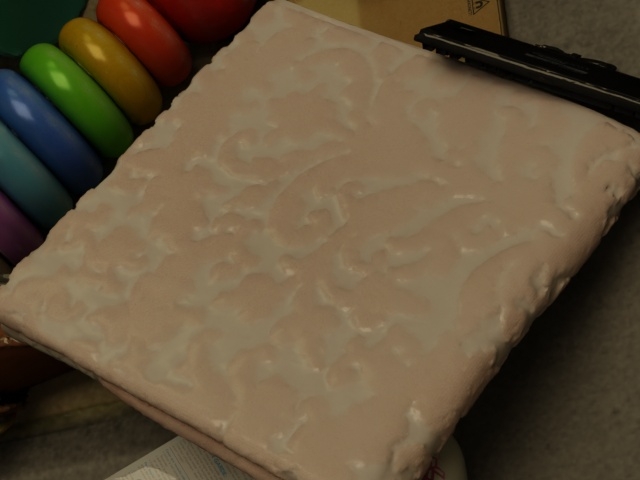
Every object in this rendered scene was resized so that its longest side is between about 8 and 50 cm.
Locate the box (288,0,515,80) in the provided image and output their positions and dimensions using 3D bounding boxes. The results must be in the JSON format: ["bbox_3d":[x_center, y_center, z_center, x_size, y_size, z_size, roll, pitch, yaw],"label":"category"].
[{"bbox_3d":[0.057,-0.125,1.228,0.164,0.021,0.201,-14,61,19],"label":"box"}]

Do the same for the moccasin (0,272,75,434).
[{"bbox_3d":[-0.313,0.123,1.219,0.380,0.139,0.147,-17,66,15],"label":"moccasin"}]

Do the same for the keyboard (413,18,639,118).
[{"bbox_3d":[0.159,-0.112,1.133,0.180,0.108,0.023,21,108,15],"label":"keyboard"}]

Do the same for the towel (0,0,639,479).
[{"bbox_3d":[0.000,0.000,1.093,0.317,0.053,0.332,24,59,30],"label":"towel"}]

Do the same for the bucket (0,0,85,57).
[{"bbox_3d":[-0.306,-0.271,1.335,0.183,0.281,0.281,7,69,22],"label":"bucket"}]

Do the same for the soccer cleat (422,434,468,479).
[{"bbox_3d":[0.063,0.273,0.995,0.143,0.116,0.331,13,69,7],"label":"soccer cleat"}]

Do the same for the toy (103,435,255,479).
[{"bbox_3d":[-0.086,0.205,1.104,0.237,0.056,0.137,-29,72,-14],"label":"toy"}]

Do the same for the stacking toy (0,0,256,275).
[{"bbox_3d":[-0.181,-0.112,1.284,0.330,0.141,0.141,-45,55,-8],"label":"stacking toy"}]
